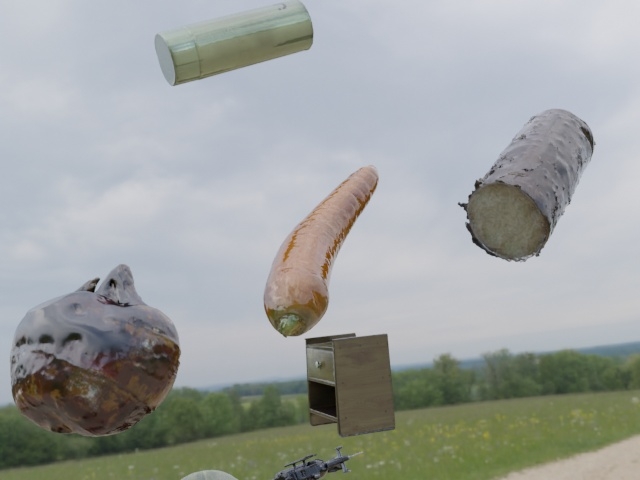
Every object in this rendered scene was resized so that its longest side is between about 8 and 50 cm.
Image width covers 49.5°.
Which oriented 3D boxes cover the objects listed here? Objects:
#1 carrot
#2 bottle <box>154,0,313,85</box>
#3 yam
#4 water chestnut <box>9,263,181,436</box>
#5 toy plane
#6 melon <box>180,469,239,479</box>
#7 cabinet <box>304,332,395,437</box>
[{"bbox_3d":[0.000,0.000,0.675,0.062,0.271,0.066,30,-54,-4],"label":"carrot"},{"bbox_3d":[-0.112,-0.263,0.917,0.202,0.072,0.072,-22,-6,-24],"label":"bottle"},{"bbox_3d":[0.305,-0.091,0.991,0.131,0.131,0.279,-19,20,44],"label":"yam"},{"bbox_3d":[-0.370,0.187,1.152,0.289,0.244,0.289,-16,12,3],"label":"water chestnut"},{"bbox_3d":[-0.010,0.418,1.267,0.197,0.053,0.078,-15,-19,-20],"label":"toy plane"},{"bbox_3d":[-0.224,0.630,1.435,0.249,0.329,0.248,-10,-53,-13],"label":"melon"},{"bbox_3d":[0.060,0.326,1.609,0.148,0.215,0.175,-1,-5,-24],"label":"cabinet"}]
